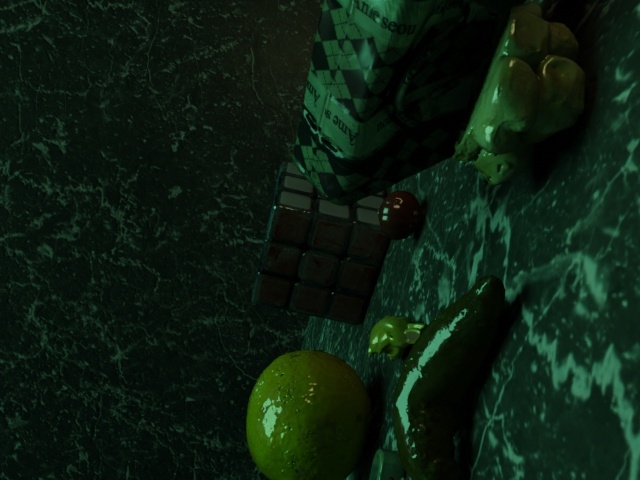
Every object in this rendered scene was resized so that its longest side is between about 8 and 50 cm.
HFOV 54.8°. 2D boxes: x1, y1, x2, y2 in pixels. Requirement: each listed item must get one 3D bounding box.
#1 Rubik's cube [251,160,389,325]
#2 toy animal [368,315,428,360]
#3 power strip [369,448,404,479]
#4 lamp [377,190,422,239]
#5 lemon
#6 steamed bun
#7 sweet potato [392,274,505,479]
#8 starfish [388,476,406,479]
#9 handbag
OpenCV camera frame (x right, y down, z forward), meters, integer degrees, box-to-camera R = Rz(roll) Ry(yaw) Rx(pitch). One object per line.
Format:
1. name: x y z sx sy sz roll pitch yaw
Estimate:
1. Rubik's cube: 0.000 0.000 1.649 0.301 0.303 0.305 -86 12 -61
2. toy animal: 0.140 0.160 1.087 0.159 0.070 0.083 130 155 -68
3. power strip: 0.089 0.468 0.975 0.080 0.048 0.286 128 156 -75
4. lamp: 0.160 -0.050 1.242 0.101 0.090 0.101 -22 -62 -49
5. lemon: -0.023 0.368 1.254 0.310 0.257 0.258 -79 5 -49
6. steamed bun: 0.229 -0.154 0.707 0.177 0.106 0.192 104 -175 -54
7. sweet potato: 0.150 0.178 0.765 0.124 0.098 0.310 31 107 62
8. starfish: 0.081 0.463 0.613 0.398 0.132 0.384 84 -164 -81
9. handbag: 0.148 -0.263 0.819 0.180 0.316 0.416 53 144 30
